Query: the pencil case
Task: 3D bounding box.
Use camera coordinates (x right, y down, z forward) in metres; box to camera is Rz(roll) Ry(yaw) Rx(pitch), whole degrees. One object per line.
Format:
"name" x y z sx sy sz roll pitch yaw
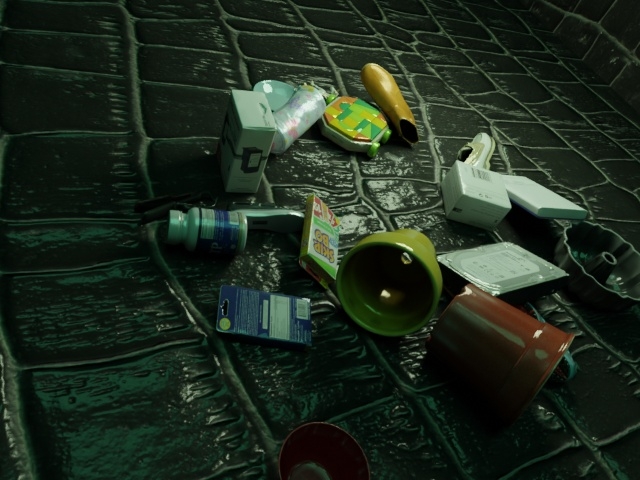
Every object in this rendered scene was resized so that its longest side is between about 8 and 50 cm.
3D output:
"pencil case" -0.093 -0.395 1.780 0.273 0.113 0.124 -52 121 -36

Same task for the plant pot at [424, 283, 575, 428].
"plant pot" 0.417 0.259 1.338 0.265 0.273 0.272 35 44 22

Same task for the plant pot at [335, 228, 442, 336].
"plant pot" 0.196 0.081 1.414 0.254 0.254 0.239 34 30 8

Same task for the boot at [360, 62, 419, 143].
"boot" 0.263 -0.494 1.997 0.295 0.104 0.211 43 21 -35

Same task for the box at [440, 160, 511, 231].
"box" 0.518 -0.151 1.854 0.180 0.119 0.182 14 45 -12

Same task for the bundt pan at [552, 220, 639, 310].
"bundt pan" 0.904 0.096 1.796 0.330 0.124 0.331 13 44 -13

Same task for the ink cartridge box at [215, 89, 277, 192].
"ink cartridge box" -0.214 -0.277 1.551 0.100 0.237 0.172 -1 49 -25

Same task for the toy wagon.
"toy wagon" 0.129 -0.435 1.982 0.267 0.068 0.344 33 44 7

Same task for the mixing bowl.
"mixing bowl" -0.005 0.455 1.055 0.181 0.098 0.182 12 46 -13

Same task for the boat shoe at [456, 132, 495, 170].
"boat shoe" 0.568 -0.316 2.039 0.103 0.113 0.302 28 44 -5

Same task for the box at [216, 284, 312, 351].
"box" -0.132 0.182 1.299 0.225 0.037 0.137 12 45 -16

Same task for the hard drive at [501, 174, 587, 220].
"hard drive" 0.740 -0.157 1.933 0.210 0.040 0.319 2 26 -22

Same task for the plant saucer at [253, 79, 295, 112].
"plant saucer" -0.144 -0.489 1.929 0.194 0.037 0.195 13 46 -13

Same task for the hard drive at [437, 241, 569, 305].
"hard drive" 0.520 0.096 1.601 0.338 0.064 0.237 -8 29 -31

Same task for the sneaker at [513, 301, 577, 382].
"sneaker" 0.610 0.280 1.528 0.125 0.104 0.262 16 39 -42

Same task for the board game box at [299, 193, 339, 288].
"board game box" 0.000 0.000 1.494 0.124 0.039 0.260 44 36 -33

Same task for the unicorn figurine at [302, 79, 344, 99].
"unicorn figurine" -0.009 -0.549 2.042 0.162 0.060 0.111 -36 70 -26

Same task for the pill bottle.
"pill bottle" -0.285 -0.024 1.371 0.186 0.112 0.112 6 47 -19

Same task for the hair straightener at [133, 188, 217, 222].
"hair straightener" -0.364 -0.083 1.447 0.230 0.047 0.089 -16 58 -40

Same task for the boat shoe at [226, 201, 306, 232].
"boat shoe" -0.148 -0.072 1.511 0.228 0.080 0.076 -1 51 -16
